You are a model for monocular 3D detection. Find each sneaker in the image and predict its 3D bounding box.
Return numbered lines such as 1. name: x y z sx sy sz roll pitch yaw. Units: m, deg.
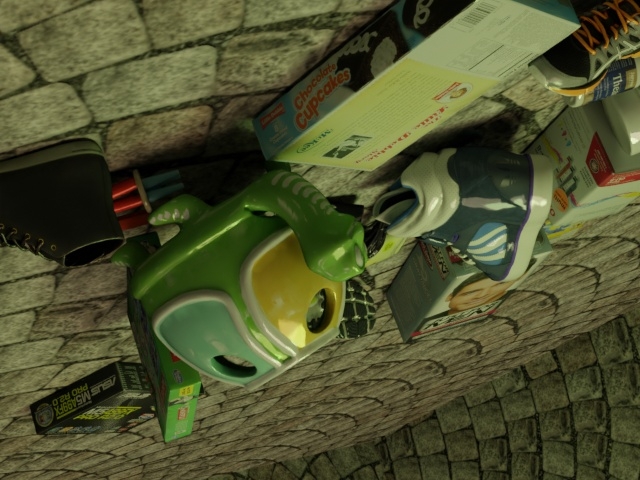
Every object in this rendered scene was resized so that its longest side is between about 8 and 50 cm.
1. sneaker: 0.319 -0.235 1.196 0.214 0.084 0.083 -31 162 -23
2. sneaker: 0.190 -0.036 1.549 0.236 0.130 0.323 1 157 -1
3. sneaker: -0.022 0.130 1.909 0.275 0.107 0.110 -2 174 -33
4. sneaker: -0.317 -0.014 1.098 0.222 0.118 0.083 -21 162 1

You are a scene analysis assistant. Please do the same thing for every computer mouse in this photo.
1. computer mouse: 0.000 0.000 1.566 0.262 0.060 0.184 -21 154 -30

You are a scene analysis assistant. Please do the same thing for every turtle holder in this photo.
1. turtle holder: -0.065 0.033 1.259 0.320 0.227 0.243 -33 176 22

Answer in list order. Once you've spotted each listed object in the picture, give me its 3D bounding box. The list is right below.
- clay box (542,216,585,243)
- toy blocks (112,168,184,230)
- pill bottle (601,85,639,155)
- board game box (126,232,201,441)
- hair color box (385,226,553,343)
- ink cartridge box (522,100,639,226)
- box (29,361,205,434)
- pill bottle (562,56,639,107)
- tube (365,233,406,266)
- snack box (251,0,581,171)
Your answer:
1. clay box: 0.414 -0.050 1.881 0.127 0.053 0.222 -16 160 -13
2. toy blocks: -0.227 -0.035 1.238 0.148 0.054 0.123 -19 161 -6
3. pill bottle: 0.501 -0.203 1.395 0.245 0.136 0.136 -22 162 6
4. board game box: -0.226 0.147 1.509 0.046 0.214 0.317 -15 162 -15
5. hair color box: 0.258 0.062 1.938 0.185 0.114 0.374 -15 161 -15
6. ink cartridge box: 0.401 -0.118 1.545 0.127 0.128 0.176 -12 160 -23
7. box: -0.383 0.305 2.043 0.216 0.060 0.270 -27 161 20
8. pill bottle: 0.359 -0.213 1.326 0.120 0.067 0.067 -18 162 -6
9. tube: 0.040 0.026 1.700 0.240 0.062 0.070 -16 -163 -28
10. snack box: 0.099 -0.180 1.157 0.322 0.060 0.187 -34 157 35
